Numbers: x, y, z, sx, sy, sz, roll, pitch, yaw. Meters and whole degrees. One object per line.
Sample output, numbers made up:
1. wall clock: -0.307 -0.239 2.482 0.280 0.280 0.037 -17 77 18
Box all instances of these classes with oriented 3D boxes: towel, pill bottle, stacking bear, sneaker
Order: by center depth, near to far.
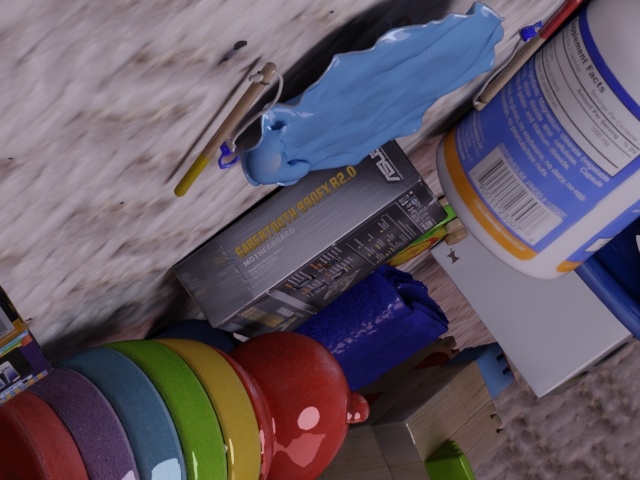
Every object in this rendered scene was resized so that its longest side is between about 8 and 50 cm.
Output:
1. stacking bear: -0.102 0.143 1.331 0.289 0.175 0.164 -15 114 -38
2. pill bottle: 0.230 -0.104 1.454 0.272 0.152 0.152 -42 168 30
3. sneaker: -0.092 0.099 1.538 0.090 0.081 0.232 -41 176 -23
4. towel: -0.032 0.128 1.846 0.308 0.076 0.227 -34 164 8

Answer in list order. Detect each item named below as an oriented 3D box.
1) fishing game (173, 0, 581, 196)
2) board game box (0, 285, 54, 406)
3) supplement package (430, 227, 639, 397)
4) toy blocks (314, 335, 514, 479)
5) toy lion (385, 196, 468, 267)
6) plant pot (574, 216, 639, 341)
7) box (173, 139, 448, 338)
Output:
1. fishing game: 0.030 -0.094 1.169 0.264 0.041 0.189 -19 162 -33
2. board game box: -0.242 0.094 1.088 0.170 0.048 0.141 -35 172 -10
3. supplement package: 0.273 0.039 2.093 0.199 0.198 0.262 -37 169 7
4. toy blocks: 0.075 0.202 2.114 0.381 0.191 0.261 -15 -167 42
5. toy lion: 0.093 -0.001 1.811 0.096 0.034 0.100 -28 169 -2
6. plant pot: 0.327 -0.086 1.653 0.212 0.236 0.236 -35 171 -39
7. box: 0.000 0.000 1.430 0.183 0.056 0.231 -35 170 4
